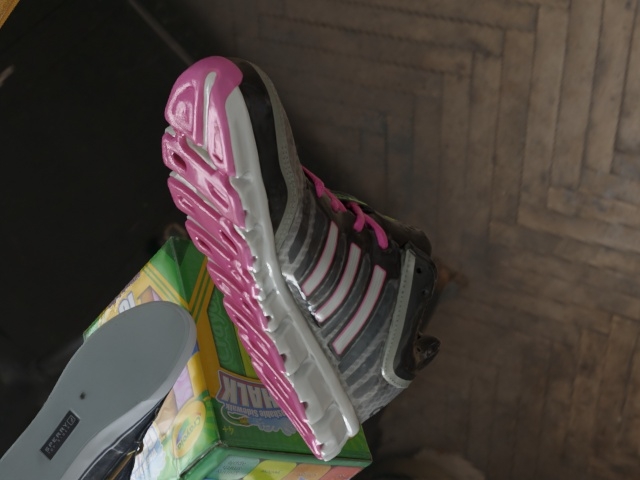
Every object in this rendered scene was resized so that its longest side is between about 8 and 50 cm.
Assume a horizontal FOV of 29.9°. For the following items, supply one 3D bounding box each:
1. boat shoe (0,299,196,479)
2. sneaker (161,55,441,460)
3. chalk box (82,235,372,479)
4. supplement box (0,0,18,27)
[{"bbox_3d":[-0.139,0.120,0.791,0.065,0.183,0.083,41,179,28],"label":"boat shoe"},{"bbox_3d":[0.000,0.000,0.428,0.063,0.074,0.170,39,155,51],"label":"sneaker"},{"bbox_3d":[-0.086,0.172,1.124,0.180,0.289,0.179,13,136,-39],"label":"chalk box"},{"bbox_3d":[-0.208,-0.078,0.519,0.078,0.080,0.233,35,155,-22],"label":"supplement box"}]
